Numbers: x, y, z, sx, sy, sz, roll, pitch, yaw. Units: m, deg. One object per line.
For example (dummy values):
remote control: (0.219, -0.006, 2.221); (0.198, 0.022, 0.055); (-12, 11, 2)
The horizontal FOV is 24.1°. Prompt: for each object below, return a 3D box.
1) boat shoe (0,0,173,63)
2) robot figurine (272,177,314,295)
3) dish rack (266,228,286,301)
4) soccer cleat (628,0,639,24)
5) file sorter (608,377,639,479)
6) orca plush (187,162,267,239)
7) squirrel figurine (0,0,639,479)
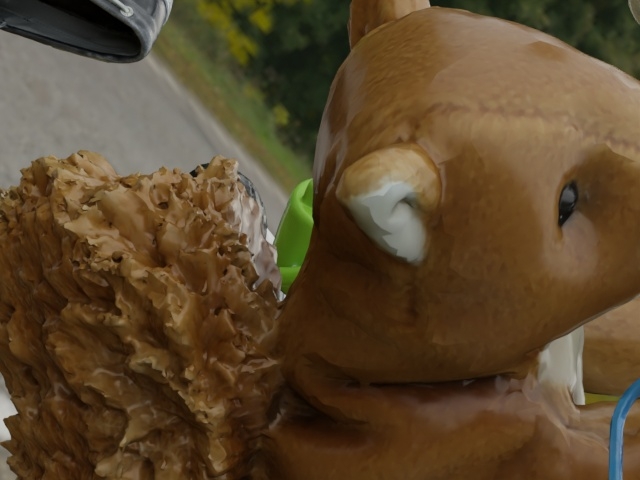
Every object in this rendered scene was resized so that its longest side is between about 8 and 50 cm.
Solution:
boat shoe: (-0.274, -0.224, 1.244); (0.301, 0.108, 0.102); (22, 45, -9)
robot figurine: (0.000, 0.000, 1.127); (0.067, 0.115, 0.101); (29, 38, 10)
dish rack: (-0.124, 0.119, 1.558); (0.285, 0.072, 0.332); (54, 39, -60)
soccer cleat: (0.323, -0.211, 1.160); (0.076, 0.068, 0.196); (53, -38, -8)
file sorter: (0.181, 0.115, 0.485); (0.170, 0.104, 0.118); (42, 39, -29)
orca plush: (-0.102, 0.075, 0.939); (0.102, 0.287, 0.151); (0, -45, 54)
squirrel figurine: (0.008, 0.066, 0.733); (0.281, 0.397, 0.370); (-78, 168, -49)
